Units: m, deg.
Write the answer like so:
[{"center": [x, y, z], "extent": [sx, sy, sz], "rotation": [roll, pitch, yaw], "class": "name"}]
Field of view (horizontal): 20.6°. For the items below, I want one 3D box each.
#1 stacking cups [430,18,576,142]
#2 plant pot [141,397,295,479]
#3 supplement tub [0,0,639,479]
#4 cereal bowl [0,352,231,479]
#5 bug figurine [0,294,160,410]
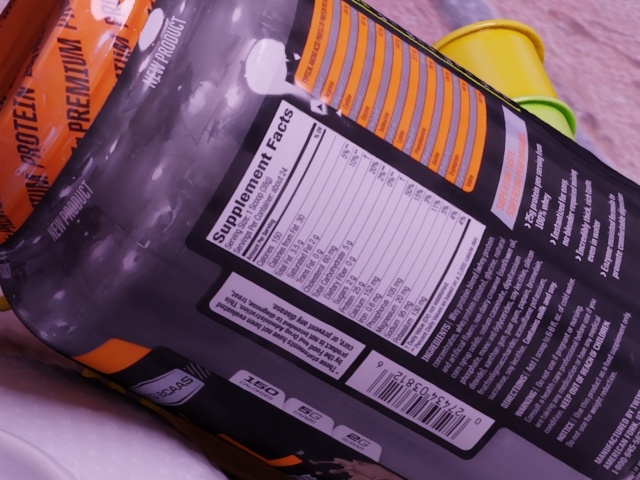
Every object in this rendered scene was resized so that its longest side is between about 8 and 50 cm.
[{"center": [0.148, 0.008, 1.045], "extent": [0.096, 0.096, 0.316], "rotation": [-5, 51, -23], "class": "stacking cups"}, {"center": [-0.004, 0.056, 0.991], "extent": [0.236, 0.032, 0.236], "rotation": [10, 46, -11], "class": "plant pot"}, {"center": [0.000, 0.000, 0.812], "extent": [0.338, 0.207, 0.207], "rotation": [31, 42, -20], "class": "supplement tub"}, {"center": [-0.164, 0.174, 0.713], "extent": [0.339, 0.141, 0.339], "rotation": [4, 49, -4], "class": "cereal bowl"}, {"center": [-0.075, -0.038, 0.979], "extent": [0.216, 0.072, 0.279], "rotation": [3, 48, -17], "class": "bug figurine"}]
